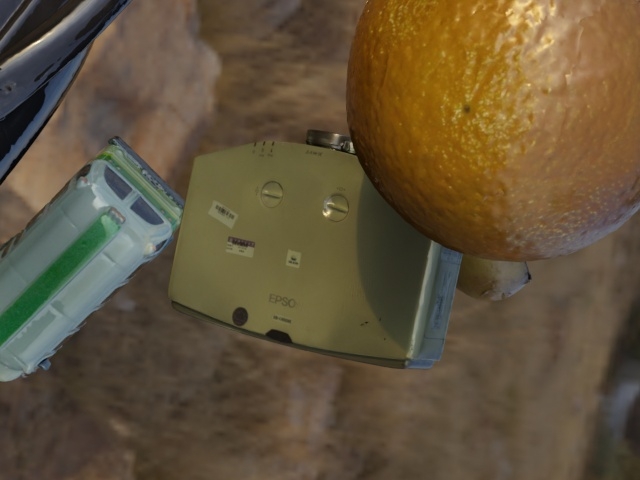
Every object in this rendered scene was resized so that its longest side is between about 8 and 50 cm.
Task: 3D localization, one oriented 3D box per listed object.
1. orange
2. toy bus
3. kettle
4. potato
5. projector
[{"bbox_3d":[0.151,-0.116,1.195,0.274,0.274,0.274,7,90,-75],"label":"orange"},{"bbox_3d":[-0.285,0.032,1.732,0.276,0.133,0.165,-44,-173,15],"label":"toy bus"},{"bbox_3d":[-0.266,-0.196,1.372,0.290,0.268,0.207,-54,130,-29],"label":"kettle"},{"bbox_3d":[0.127,-0.027,1.541,0.200,0.081,0.164,62,-4,-14],"label":"potato"},{"bbox_3d":[0.000,0.000,1.430,0.088,0.269,0.193,8,94,-60],"label":"projector"}]
